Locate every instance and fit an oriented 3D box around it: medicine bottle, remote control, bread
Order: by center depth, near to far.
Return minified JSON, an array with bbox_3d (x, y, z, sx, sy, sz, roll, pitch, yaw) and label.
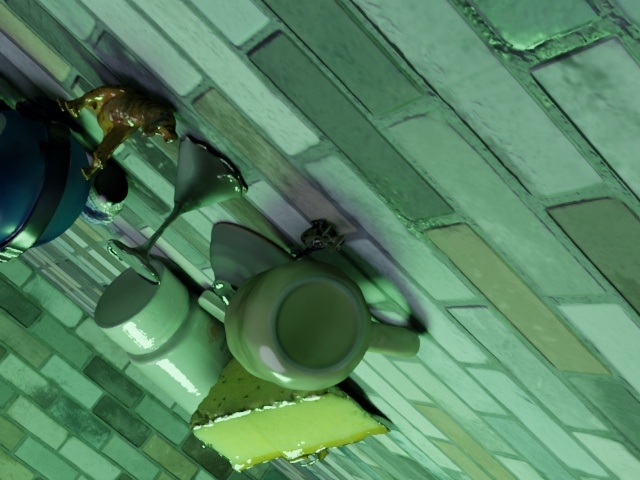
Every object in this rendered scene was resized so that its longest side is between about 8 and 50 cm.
[{"bbox_3d":[-0.077,0.398,1.676,0.315,0.279,0.248,20,153,53],"label":"bread"},{"bbox_3d":[-0.178,0.171,1.686,0.190,0.029,0.087,35,159,-2],"label":"remote control"},{"bbox_3d":[-0.314,0.230,1.782,0.211,0.211,0.371,11,147,49],"label":"medicine bottle"}]

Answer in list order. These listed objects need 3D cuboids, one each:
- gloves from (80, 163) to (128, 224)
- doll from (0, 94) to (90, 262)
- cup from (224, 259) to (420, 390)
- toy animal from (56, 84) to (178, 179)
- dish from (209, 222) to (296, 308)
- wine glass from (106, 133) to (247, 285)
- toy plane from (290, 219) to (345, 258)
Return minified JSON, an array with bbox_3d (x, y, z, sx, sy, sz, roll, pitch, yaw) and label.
[{"bbox_3d":[-0.412,-0.085,1.461,0.229,0.097,0.119,-14,96,70],"label":"gloves"},{"bbox_3d":[-0.526,-0.115,1.321,0.310,0.284,0.240,27,-175,43],"label":"doll"},{"bbox_3d":[-0.001,0.141,1.106,0.255,0.173,0.202,36,165,-12],"label":"cup"},{"bbox_3d":[-0.293,-0.162,1.112,0.255,0.116,0.114,0,115,66],"label":"toy animal"},{"bbox_3d":[-0.100,0.087,1.312,0.260,0.085,0.260,32,159,14],"label":"dish"},{"bbox_3d":[-0.201,-0.037,1.076,0.122,0.183,0.122,33,159,14],"label":"wine glass"},{"bbox_3d":[0.000,0.000,1.015,0.031,0.049,0.121,44,158,-18],"label":"toy plane"}]
